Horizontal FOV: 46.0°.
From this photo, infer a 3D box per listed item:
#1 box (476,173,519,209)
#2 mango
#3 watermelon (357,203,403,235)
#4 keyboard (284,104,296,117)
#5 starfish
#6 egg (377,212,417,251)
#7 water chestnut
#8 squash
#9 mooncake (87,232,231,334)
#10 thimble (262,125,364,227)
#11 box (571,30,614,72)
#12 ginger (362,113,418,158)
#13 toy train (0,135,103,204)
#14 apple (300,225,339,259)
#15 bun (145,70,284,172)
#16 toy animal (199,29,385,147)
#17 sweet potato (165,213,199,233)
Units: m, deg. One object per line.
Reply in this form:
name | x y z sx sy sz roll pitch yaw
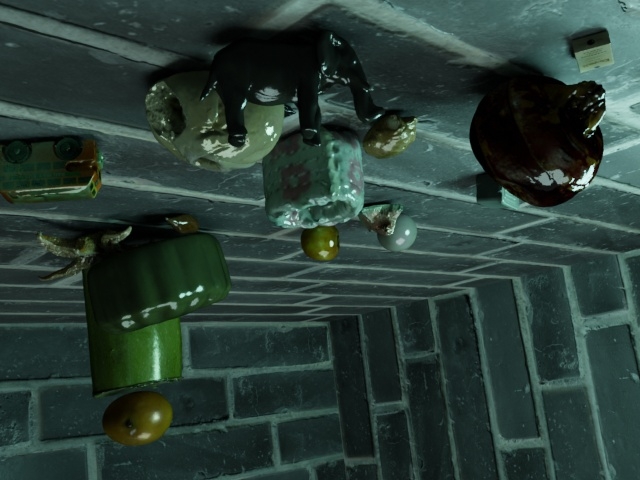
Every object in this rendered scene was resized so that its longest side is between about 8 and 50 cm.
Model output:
box | 0.416 -0.115 1.775 0.069 0.084 0.122 -6 168 33
mango | -0.508 0.483 2.061 0.176 0.139 0.254 -5 173 -34
watermelon | 0.137 -0.055 1.931 0.101 0.080 0.155 5 180 -13
keyboard | -0.150 -0.190 1.269 0.231 0.023 0.072 -15 172 34
starfish | -0.561 0.017 1.793 0.302 0.084 0.293 -13 172 -7
egg | 0.203 -0.022 2.014 0.103 0.103 0.135 -4 168 -14
water chestnut | 0.365 -0.169 1.210 0.224 0.223 0.238 5 147 -43
squash | -0.522 0.230 2.108 0.263 0.384 0.263 -8 169 -2
mooncake | -0.394 0.109 1.863 0.351 0.187 0.351 -16 174 -2
thimble | -0.009 -0.113 1.398 0.186 0.149 0.211 -1 167 -19
box | 0.414 -0.285 1.143 0.053 0.024 0.083 -12 168 22
ginger | 0.114 -0.175 1.365 0.096 0.067 0.165 -26 173 -18
toy train | -0.456 -0.115 1.256 0.188 0.099 0.072 -6 168 -9
apple | 0.000 0.000 2.023 0.102 0.099 0.114 0 -166 9
bun | -0.157 -0.167 1.097 0.193 0.127 0.178 8 171 -34
toy animal | -0.032 -0.202 0.999 0.245 0.146 0.114 1 172 -26
sweet potato | -0.329 -0.043 1.768 0.049 0.049 0.117 -12 168 21
